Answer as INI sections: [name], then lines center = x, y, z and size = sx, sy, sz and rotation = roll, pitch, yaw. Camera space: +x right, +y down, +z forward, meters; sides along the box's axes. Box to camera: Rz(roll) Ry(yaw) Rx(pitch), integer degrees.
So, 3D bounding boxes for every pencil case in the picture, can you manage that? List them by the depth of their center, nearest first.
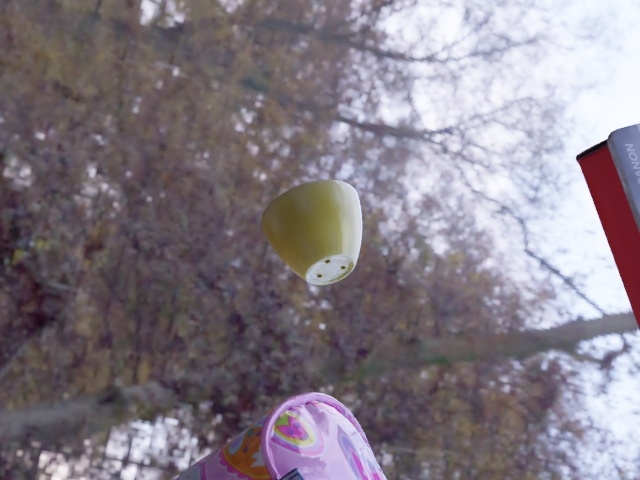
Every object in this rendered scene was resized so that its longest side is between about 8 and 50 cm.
[pencil case]
center = -0.074, 0.217, 0.809
size = 0.284, 0.124, 0.124
rotation = -40, -142, 28

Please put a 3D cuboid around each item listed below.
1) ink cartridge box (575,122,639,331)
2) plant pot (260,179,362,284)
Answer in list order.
[ink cartridge box]
center = 0.349, 0.040, 1.024
size = 0.130, 0.271, 0.310
rotation = -30, -104, 60
[plant pot]
center = 0.000, 0.000, 1.584
size = 0.134, 0.134, 0.095
rotation = -51, -133, 40
